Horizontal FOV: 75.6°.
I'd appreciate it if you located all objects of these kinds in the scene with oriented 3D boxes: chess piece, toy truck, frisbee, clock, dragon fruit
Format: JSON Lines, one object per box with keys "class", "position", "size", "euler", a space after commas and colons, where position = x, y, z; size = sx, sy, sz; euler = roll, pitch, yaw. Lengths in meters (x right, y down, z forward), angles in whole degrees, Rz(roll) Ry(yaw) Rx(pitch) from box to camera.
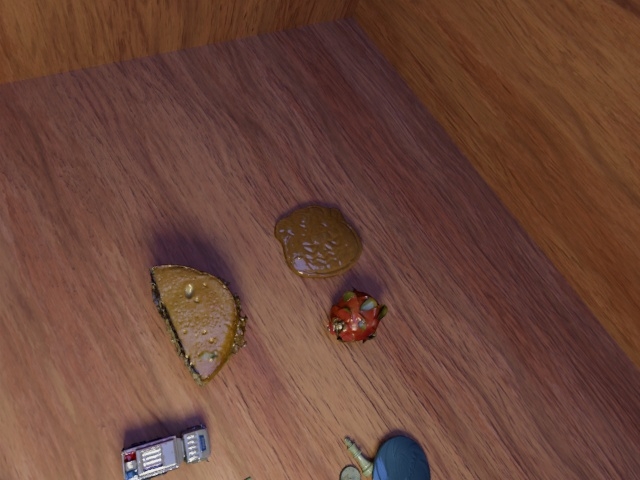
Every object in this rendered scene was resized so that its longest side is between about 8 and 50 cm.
{"class": "chess piece", "position": [0.142, 0.811, 1.560], "size": [0.059, 0.059, 0.149], "euler": [-33, 72, -30]}
{"class": "toy truck", "position": [-0.487, 0.683, 1.323], "size": [0.268, 0.155, 0.124], "euler": [-8, 68, -24]}
{"class": "frisbee", "position": [0.318, 0.890, 1.549], "size": [0.289, 0.049, 0.289], "euler": [14, 62, -28]}
{"class": "clock", "position": [0.110, 0.883, 1.528], "size": [0.085, 0.017, 0.085], "euler": [9, 62, -17]}
{"class": "dragon fruit", "position": [0.146, 0.320, 1.712], "size": [0.224, 0.224, 0.227], "euler": [34, 51, -2]}

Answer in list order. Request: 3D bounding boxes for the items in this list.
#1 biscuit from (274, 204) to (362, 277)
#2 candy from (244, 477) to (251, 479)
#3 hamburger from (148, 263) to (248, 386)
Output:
{"class": "biscuit", "position": [0.001, -0.001, 1.904], "size": [0.385, 0.062, 0.365], "euler": [-20, 73, -28]}
{"class": "candy", "position": [-0.355, 0.860, 1.346], "size": [0.287, 0.078, 0.084], "euler": [-20, 53, -37]}
{"class": "hamburger", "position": [-0.416, 0.280, 1.485], "size": [0.287, 0.268, 0.445], "euler": [-22, 70, -26]}
